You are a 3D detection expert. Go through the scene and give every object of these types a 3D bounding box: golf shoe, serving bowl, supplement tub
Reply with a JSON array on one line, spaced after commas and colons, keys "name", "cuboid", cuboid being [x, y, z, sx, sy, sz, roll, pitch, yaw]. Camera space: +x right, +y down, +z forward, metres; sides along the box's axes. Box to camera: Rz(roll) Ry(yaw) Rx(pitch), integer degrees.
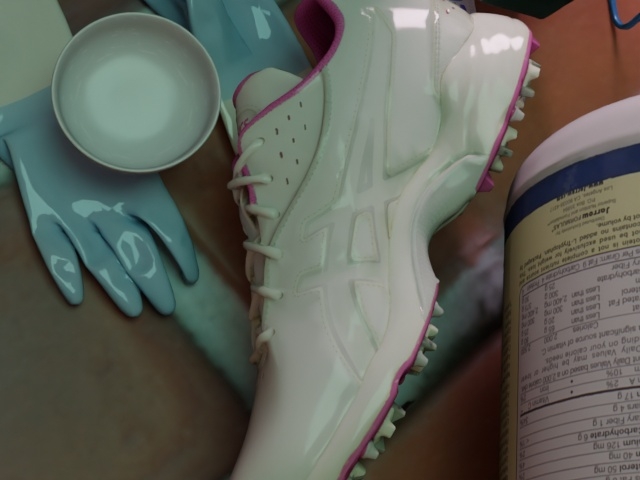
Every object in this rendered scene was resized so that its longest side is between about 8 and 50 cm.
[{"name": "golf shoe", "cuboid": [0.000, 0.000, 0.670, 0.140, 0.115, 0.306, 26, 65, -5]}, {"name": "serving bowl", "cuboid": [-0.093, -0.071, 0.677, 0.083, 0.027, 0.083, 2, 78, -11]}, {"name": "supplement tub", "cuboid": [0.201, 0.114, 0.631, 0.235, 0.235, 0.324, 11, 67, -16]}]

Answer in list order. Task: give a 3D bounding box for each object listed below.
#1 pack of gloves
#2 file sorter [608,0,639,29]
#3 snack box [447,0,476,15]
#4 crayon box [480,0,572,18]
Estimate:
[{"name": "pack of gloves", "cuboid": [-0.087, -0.085, 0.709, 0.195, 0.046, 0.232, -27, 81, -27]}, {"name": "file sorter", "cuboid": [0.274, -0.190, 0.848, 0.170, 0.104, 0.118, 4, 70, -19]}, {"name": "snack box", "cuboid": [0.059, -0.132, 0.793, 0.064, 0.022, 0.178, 2, 69, -21]}, {"name": "crayon box", "cuboid": [0.133, -0.321, 0.781, 0.083, 0.203, 0.322, 0, 65, -52]}]
